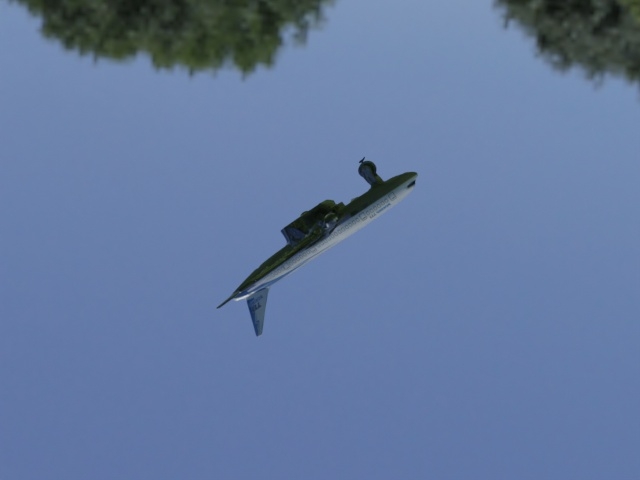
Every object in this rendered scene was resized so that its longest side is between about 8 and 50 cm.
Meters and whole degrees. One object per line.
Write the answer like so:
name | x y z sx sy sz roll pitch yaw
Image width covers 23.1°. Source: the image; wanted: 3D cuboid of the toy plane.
toy plane | -0.003 -0.002 1.435 0.058 0.226 0.226 47 -158 4
